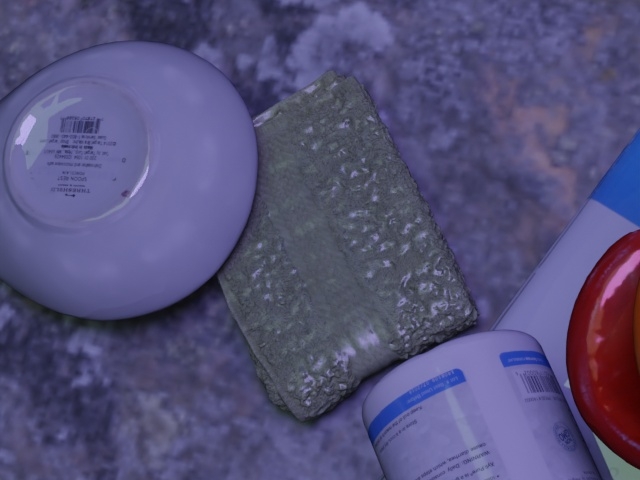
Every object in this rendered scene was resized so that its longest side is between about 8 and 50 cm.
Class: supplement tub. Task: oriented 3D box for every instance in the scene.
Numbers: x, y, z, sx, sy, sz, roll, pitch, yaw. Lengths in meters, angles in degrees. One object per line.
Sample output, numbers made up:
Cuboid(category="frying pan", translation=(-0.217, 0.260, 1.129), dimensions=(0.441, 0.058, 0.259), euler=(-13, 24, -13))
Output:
Cuboid(category="supplement tub", translation=(0.063, 0.091, 0.631), dimensions=(0.071, 0.071, 0.107), euler=(-25, 66, 8))

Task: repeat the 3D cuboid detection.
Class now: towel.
Cuboid(category="towel", translation=(0.000, 0.000, 0.844), dimensions=(0.110, 0.027, 0.148), euler=(-31, 66, 4))

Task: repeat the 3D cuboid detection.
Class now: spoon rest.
Cuboid(category="spoon rest", translation=(-0.161, -0.037, 0.875), dimensions=(0.276, 0.084, 0.137), euler=(6, 77, 15))

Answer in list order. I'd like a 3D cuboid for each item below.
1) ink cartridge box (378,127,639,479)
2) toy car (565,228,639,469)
Cuboid(category="ink cartridge box", translation=(0.151, 0.124, 0.704), dimensions=(0.223, 0.129, 0.307), euler=(35, 85, 23))
Cuboid(category="toy car", translation=(0.149, 0.025, 0.580), dimensions=(0.136, 0.182, 0.159), euler=(-25, 86, 25))
